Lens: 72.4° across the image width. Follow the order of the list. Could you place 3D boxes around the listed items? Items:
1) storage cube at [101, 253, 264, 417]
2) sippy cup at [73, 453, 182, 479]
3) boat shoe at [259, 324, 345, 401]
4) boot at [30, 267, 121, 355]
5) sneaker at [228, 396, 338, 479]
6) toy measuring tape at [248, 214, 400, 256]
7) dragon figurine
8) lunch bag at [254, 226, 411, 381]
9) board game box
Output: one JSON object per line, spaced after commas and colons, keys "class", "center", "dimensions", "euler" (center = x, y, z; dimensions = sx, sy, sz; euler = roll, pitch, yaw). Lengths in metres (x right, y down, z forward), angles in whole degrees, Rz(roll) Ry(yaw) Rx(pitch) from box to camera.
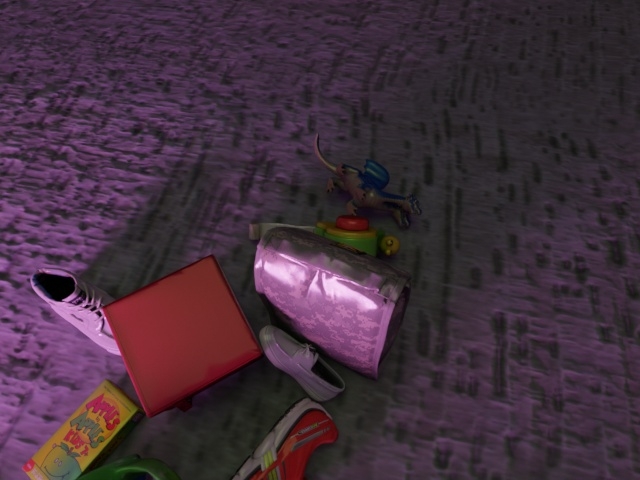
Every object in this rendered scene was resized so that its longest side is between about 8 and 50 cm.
{"class": "storage cube", "center": [-0.223, 0.166, 0.765], "dimensions": [0.193, 0.184, 0.215], "euler": [-27, 78, -13]}
{"class": "sippy cup", "center": [-0.324, 0.465, 0.604], "dimensions": [0.239, 0.305, 0.224], "euler": [-9, 61, -51]}
{"class": "boat shoe", "center": [-0.028, 0.210, 0.761], "dimensions": [0.184, 0.063, 0.066], "euler": [51, 28, -11]}
{"class": "boot", "center": [-0.449, 0.137, 0.852], "dimensions": [0.258, 0.123, 0.095], "euler": [20, 62, 15]}
{"class": "sneaker", "center": [-0.074, 0.388, 0.695], "dimensions": [0.118, 0.107, 0.279], "euler": [38, 70, 13]}
{"class": "toy measuring tape", "center": [0.000, 0.000, 0.908], "dimensions": [0.329, 0.121, 0.122], "euler": [5, 59, 6]}
{"class": "dragon figurine", "center": [0.097, -0.129, 0.988], "dimensions": [0.143, 0.085, 0.289], "euler": [-12, 50, -41]}
{"class": "lunch bag", "center": [0.027, 0.093, 0.756], "dimensions": [0.235, 0.287, 0.169], "euler": [22, 63, 17]}
{"class": "board game box", "center": [-0.410, 0.349, 0.769], "dimensions": [0.092, 0.043, 0.181], "euler": [31, 65, 20]}
